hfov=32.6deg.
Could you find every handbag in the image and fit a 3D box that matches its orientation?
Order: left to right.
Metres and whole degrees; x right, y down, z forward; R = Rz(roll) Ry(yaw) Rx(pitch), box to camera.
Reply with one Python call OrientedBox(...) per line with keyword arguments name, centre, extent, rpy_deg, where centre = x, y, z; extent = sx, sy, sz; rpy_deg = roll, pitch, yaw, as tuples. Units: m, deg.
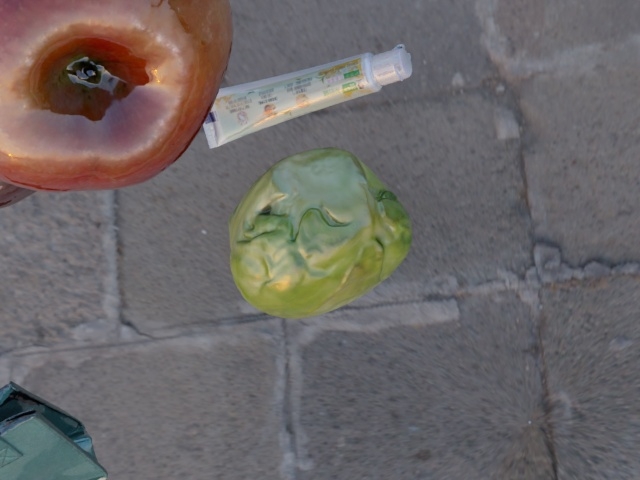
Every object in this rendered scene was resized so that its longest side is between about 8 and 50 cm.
OrientedBox(name="handbag", centre=(-0.438, 0.303, 1.418), extent=(0.269, 0.274, 0.100), rpy_deg=(-34, 59, -2))

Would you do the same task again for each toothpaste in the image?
OrientedBox(name="toothpaste", centre=(-0.028, -0.193, 1.449), extent=(0.314, 0.056, 0.058), rpy_deg=(-12, 55, 28))

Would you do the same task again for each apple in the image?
OrientedBox(name="apple", centre=(-0.169, -0.141, 0.724), extent=(0.218, 0.218, 0.201), rpy_deg=(-34, 40, 4))

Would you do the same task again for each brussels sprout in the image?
OrientedBox(name="brussels sprout", centre=(0.000, 0.000, 1.202), extent=(0.223, 0.223, 0.161), rpy_deg=(-9, 67, 9))

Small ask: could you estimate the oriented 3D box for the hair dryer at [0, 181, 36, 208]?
OrientedBox(name="hair dryer", centre=(-0.398, -0.100, 0.943), extent=(0.313, 0.340, 0.123), rpy_deg=(-27, 63, 20))
